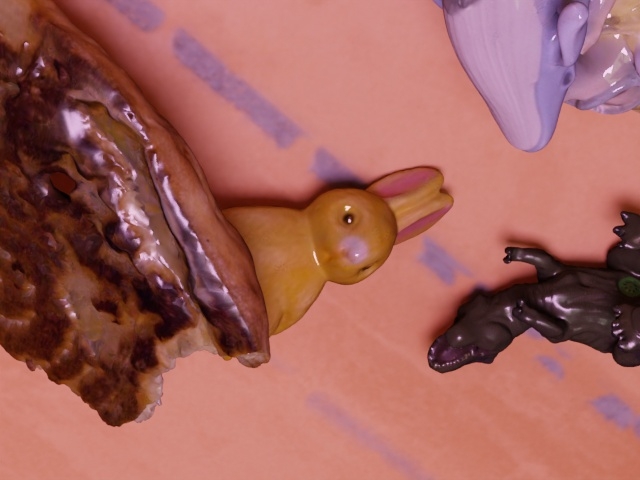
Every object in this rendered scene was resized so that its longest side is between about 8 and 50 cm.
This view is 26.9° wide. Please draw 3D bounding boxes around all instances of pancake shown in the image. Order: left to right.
[{"bbox_3d":[-0.114,-0.016,0.688,0.212,0.056,0.257,20,129,23],"label":"pancake"}]

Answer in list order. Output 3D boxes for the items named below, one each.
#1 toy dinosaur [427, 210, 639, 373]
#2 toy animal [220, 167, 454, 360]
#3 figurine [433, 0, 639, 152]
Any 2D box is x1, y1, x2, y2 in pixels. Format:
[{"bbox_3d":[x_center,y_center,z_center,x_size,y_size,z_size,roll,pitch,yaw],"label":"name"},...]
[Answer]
[{"bbox_3d":[0.164,0.055,0.830,0.187,0.087,0.179,4,158,9],"label":"toy dinosaur"},{"bbox_3d":[-0.001,-0.002,0.750,0.159,0.070,0.083,-20,122,-1],"label":"toy animal"},{"bbox_3d":[0.135,-0.140,0.648,0.184,0.128,0.208,12,108,-39],"label":"figurine"}]
